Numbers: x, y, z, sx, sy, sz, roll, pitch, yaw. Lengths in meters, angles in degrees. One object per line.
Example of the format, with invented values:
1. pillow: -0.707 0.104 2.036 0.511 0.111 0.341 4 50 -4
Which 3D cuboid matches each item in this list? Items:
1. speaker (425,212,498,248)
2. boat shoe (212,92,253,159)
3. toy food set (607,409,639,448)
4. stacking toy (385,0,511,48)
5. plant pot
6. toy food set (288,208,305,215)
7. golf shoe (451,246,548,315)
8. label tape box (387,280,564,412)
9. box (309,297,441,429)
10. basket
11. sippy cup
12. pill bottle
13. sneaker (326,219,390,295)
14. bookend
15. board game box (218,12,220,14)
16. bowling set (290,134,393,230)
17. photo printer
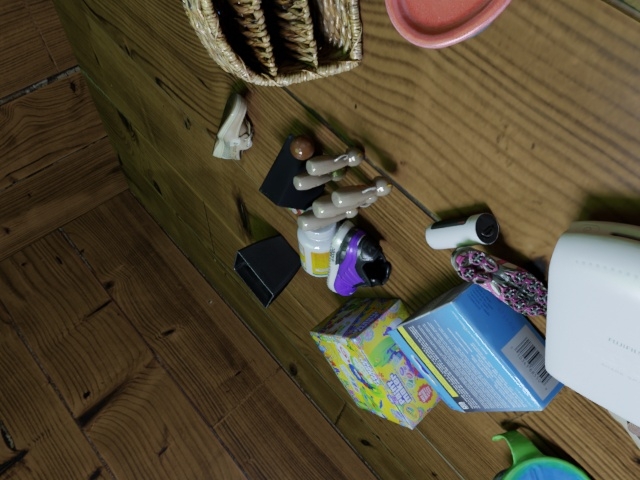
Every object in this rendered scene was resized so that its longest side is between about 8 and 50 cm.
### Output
1. speaker: 0.253 -0.015 0.888 0.055 0.055 0.136 58 156 -10
2. boat shoe: -0.228 -0.300 1.348 0.098 0.109 0.302 16 161 -15
3. toy food set: 0.568 0.327 0.795 0.132 0.038 0.192 52 156 3
4. stacking toy: 0.144 -0.404 0.558 0.309 0.130 0.279 50 130 0
5. plant pot: -0.168 0.091 1.668 0.188 0.167 0.187 51 157 8
6. toy food set: -0.071 -0.105 1.404 0.083 0.020 0.083 34 150 36
7. golf shoe: 0.315 0.064 0.860 0.186 0.068 0.086 32 -168 -1
8. label tape box: 0.313 0.235 1.054 0.249 0.115 0.348 51 159 7
9. box: 0.160 0.328 1.375 0.290 0.177 0.279 58 156 -9
10. basket: -0.088 -0.402 0.787 0.223 0.213 0.299 36 151 36
11. sippy cup: 0.492 0.617 1.131 0.239 0.306 0.224 18 160 8
12. pill bottle: 0.000 0.000 1.278 0.117 0.117 0.208 42 159 24
13. sneaker: 0.102 0.081 1.244 0.146 0.102 0.293 29 154 19
14. bookend: -0.044 -0.159 1.192 0.072 0.156 0.157 40 109 27
15. board game box: -0.215 -0.472 1.155 0.133 0.033 0.169 31 153 32
16. bowling set: 0.036 -0.145 1.047 0.287 0.154 0.200 -20 87 67
17. photo printer: 0.439 0.121 0.665 0.256 0.107 0.308 29 147 44
